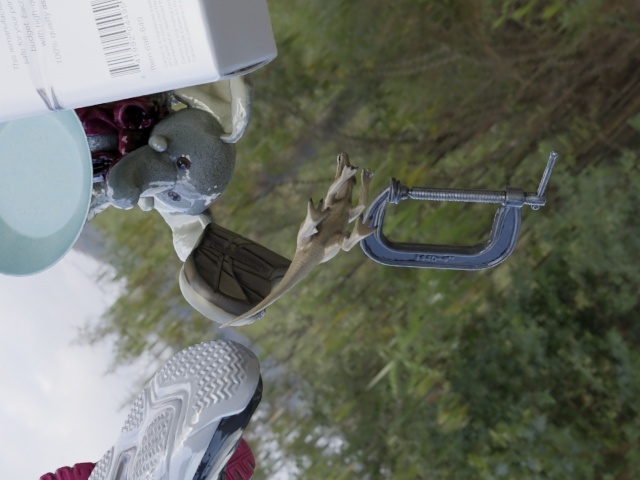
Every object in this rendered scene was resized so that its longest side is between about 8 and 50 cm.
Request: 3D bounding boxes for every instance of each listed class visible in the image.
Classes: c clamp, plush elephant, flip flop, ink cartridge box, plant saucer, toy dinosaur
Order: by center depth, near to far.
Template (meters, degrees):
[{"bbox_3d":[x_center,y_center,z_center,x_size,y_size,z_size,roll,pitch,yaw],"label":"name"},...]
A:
[{"bbox_3d":[-0.154,-0.166,0.726,0.092,0.217,0.159,-36,-64,-62],"label":"ink cartridge box"},{"bbox_3d":[0.000,0.000,0.872,0.053,0.183,0.092,36,150,-4],"label":"toy dinosaur"},{"bbox_3d":[0.113,-0.026,0.979,0.022,0.160,0.137,-93,2,-45],"label":"c clamp"},{"bbox_3d":[-0.286,-0.062,1.114,0.195,0.195,0.037,44,-157,20],"label":"plant saucer"},{"bbox_3d":[-0.089,0.048,1.159,0.112,0.080,0.277,26,-168,0],"label":"flip flop"},{"bbox_3d":[-0.212,-0.101,1.277,0.255,0.272,0.330,28,-148,31],"label":"plush elephant"}]

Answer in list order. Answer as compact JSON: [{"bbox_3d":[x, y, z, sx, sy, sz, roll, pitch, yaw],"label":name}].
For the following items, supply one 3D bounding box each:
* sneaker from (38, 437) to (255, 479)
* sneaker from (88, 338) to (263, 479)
[{"bbox_3d":[-0.191,0.266,1.205,0.103,0.252,0.111,64,152,26],"label":"sneaker"},{"bbox_3d":[-0.079,0.189,0.824,0.153,0.269,0.101,24,-153,-22],"label":"sneaker"}]
